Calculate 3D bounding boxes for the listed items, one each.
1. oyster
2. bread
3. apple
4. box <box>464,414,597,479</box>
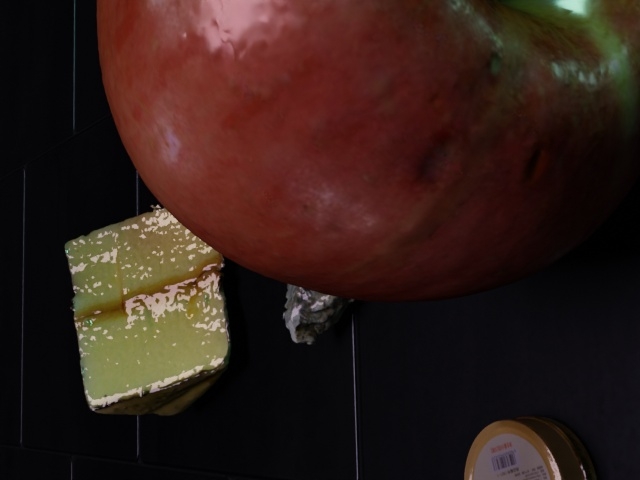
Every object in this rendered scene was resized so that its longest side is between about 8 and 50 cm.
[{"bbox_3d":[0.000,0.000,0.953,0.125,0.064,0.177,-40,53,52],"label":"oyster"},{"bbox_3d":[-0.196,0.063,1.171,0.178,0.135,0.240,-45,49,45],"label":"bread"},{"bbox_3d":[0.033,-0.132,0.646,0.364,0.363,0.364,-8,80,56],"label":"apple"},{"bbox_3d":[0.150,0.180,0.730,0.105,0.037,0.106,-9,79,56],"label":"box"}]
